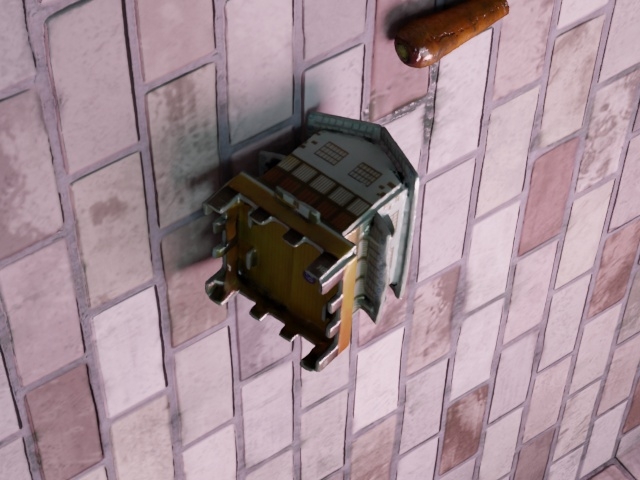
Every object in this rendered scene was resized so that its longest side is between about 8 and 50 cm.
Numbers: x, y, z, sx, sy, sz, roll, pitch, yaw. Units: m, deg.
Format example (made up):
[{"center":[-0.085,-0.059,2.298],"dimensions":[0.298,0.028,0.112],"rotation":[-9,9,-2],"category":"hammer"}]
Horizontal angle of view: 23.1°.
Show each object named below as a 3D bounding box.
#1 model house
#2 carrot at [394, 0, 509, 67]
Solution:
[{"center":[0.000,0.000,1.829],"dimensions":[0.215,0.198,0.224],"rotation":[-39,150,-30],"category":"model house"},{"center":[0.153,-0.250,1.836],"dimensions":[0.161,0.055,0.055],"rotation":[-30,148,-32],"category":"carrot"}]
